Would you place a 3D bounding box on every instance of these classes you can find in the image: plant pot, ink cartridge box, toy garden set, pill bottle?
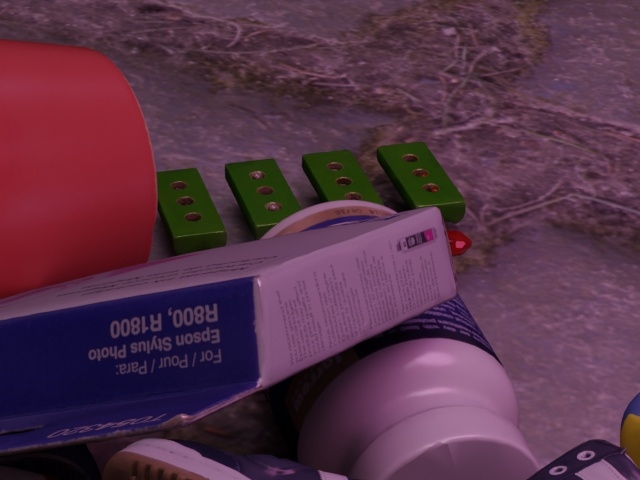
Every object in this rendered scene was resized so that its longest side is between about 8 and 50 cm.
[{"bbox_3d":[-0.270,-0.037,1.330,0.243,0.275,0.275,-10,34,-32],"label":"plant pot"},{"bbox_3d":[-0.130,0.058,1.054,0.324,0.071,0.330,-11,3,28],"label":"ink cartridge box"},{"bbox_3d":[0.000,0.000,1.461,0.244,0.049,0.204,-7,32,-15],"label":"toy garden set"},{"bbox_3d":[0.043,0.099,1.211,0.153,0.153,0.265,-8,34,-15],"label":"pill bottle"}]

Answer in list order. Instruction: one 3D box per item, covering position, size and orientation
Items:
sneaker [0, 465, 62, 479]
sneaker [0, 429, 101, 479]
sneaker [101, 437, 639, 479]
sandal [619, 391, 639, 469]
[{"bbox_3d":[-0.151,0.245,1.001,0.123,0.106,0.290,7,47,-21],"label":"sneaker"},{"bbox_3d":[-0.301,0.162,1.161,0.319,0.112,0.131,2,17,-9],"label":"sneaker"},{"bbox_3d":[0.045,0.142,0.846,0.282,0.099,0.153,21,38,26],"label":"sneaker"},{"bbox_3d":[0.352,0.137,1.213,0.317,0.126,0.138,7,29,-8],"label":"sandal"}]
